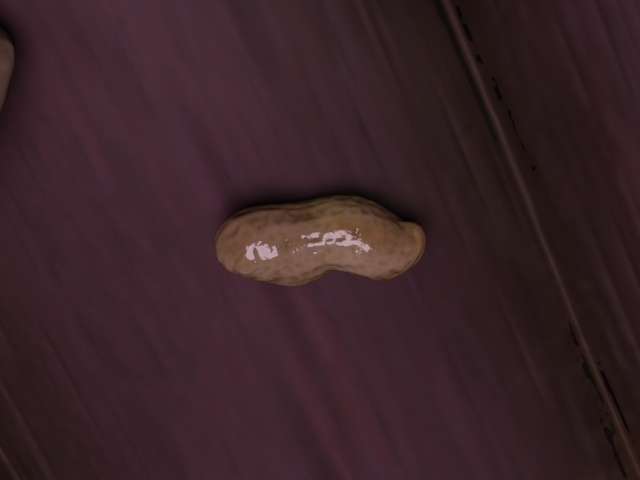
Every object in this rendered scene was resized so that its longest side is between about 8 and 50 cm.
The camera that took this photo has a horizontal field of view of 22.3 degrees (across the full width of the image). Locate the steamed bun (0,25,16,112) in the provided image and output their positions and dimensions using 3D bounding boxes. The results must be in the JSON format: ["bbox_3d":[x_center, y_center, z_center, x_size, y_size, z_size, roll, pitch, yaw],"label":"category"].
[{"bbox_3d":[-0.333,-0.012,0.518,0.428,0.189,0.247,16,113,-19],"label":"steamed bun"}]

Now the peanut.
[{"bbox_3d":[0.000,0.000,0.640,0.083,0.037,0.037,0,113,4],"label":"peanut"}]
